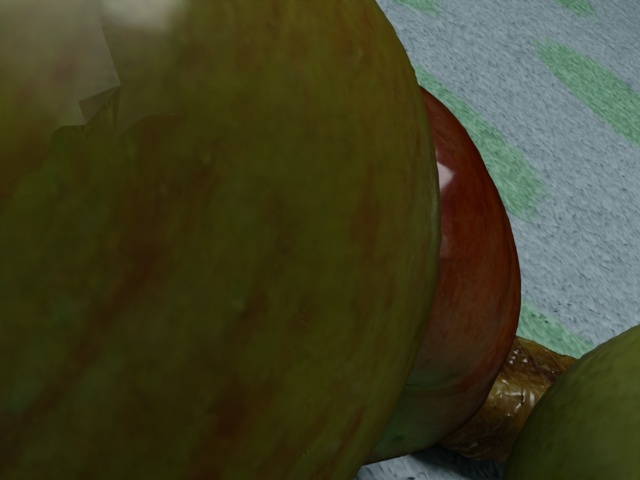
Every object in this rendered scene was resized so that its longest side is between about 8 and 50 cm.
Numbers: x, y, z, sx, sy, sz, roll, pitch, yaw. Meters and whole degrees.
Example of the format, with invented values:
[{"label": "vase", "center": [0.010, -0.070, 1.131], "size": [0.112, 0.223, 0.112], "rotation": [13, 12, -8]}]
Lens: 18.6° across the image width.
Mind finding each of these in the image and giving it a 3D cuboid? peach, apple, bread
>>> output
[{"label": "peach", "center": [0.000, 0.000, 1.127], "size": [0.232, 0.232, 0.257], "rotation": [25, 41, -31]}, {"label": "apple", "center": [-0.133, -0.034, 0.785], "size": [0.400, 0.333, 0.400], "rotation": [38, 16, -14]}, {"label": "bread", "center": [0.107, 0.103, 1.293], "size": [0.233, 0.076, 0.105], "rotation": [15, 28, -33]}]

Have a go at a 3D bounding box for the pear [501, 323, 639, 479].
[{"label": "pear", "center": [0.260, 0.172, 1.039], "size": [0.348, 0.348, 0.348], "rotation": [33, 21, -14]}]
